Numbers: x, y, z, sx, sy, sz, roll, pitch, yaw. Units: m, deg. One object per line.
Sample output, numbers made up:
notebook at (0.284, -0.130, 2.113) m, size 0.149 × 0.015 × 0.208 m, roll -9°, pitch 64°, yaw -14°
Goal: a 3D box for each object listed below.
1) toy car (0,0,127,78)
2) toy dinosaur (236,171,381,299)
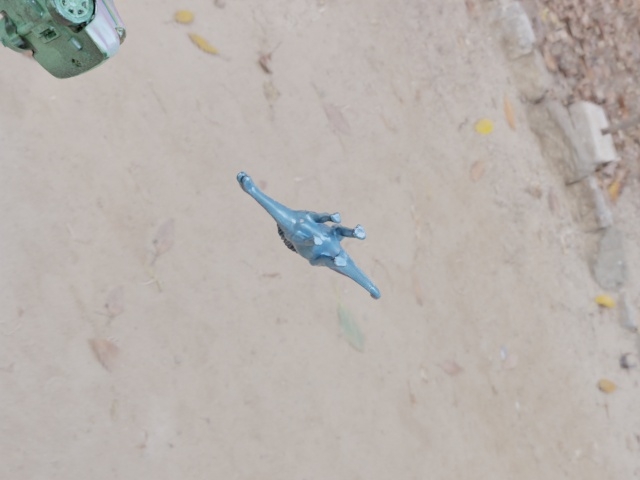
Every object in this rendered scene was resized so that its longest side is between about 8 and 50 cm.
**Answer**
toy car at (-0.231, -0.229, 0.603) m, size 0.076 × 0.090 × 0.224 m, roll -52°, pitch 121°, yaw -35°
toy dinosaur at (0.000, 0.000, 0.725) m, size 0.197 × 0.080 × 0.045 m, roll 41°, pitch 73°, yaw -32°
